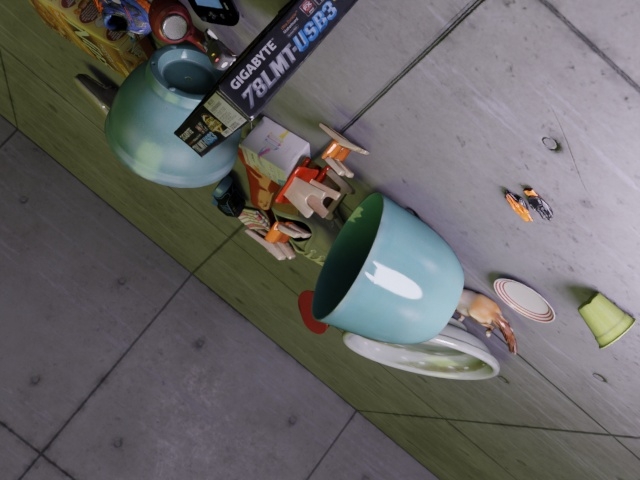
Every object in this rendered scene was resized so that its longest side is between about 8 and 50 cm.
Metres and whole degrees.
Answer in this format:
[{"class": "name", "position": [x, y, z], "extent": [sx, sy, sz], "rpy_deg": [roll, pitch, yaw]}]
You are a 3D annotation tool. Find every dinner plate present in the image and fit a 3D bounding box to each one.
[{"class": "dinner plate", "position": [0.420, 0.119, 1.743], "extent": [0.141, 0.017, 0.141], "rpy_deg": [35, 163, 12]}]

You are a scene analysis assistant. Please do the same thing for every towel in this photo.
[{"class": "towel", "position": [-0.171, -0.027, 2.544], "extent": [0.197, 0.029, 0.144], "rpy_deg": [48, 160, -28]}]

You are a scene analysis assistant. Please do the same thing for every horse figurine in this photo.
[{"class": "horse figurine", "position": [0.338, 0.155, 1.921], "extent": [0.263, 0.066, 0.174], "rpy_deg": [29, 167, 34]}]

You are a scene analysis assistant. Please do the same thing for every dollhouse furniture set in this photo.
[{"class": "dollhouse furniture set", "position": [-0.030, -0.108, 1.707], "extent": [0.135, 0.262, 0.259], "rpy_deg": [37, -170, 11]}]

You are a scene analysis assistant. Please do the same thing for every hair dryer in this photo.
[{"class": "hair dryer", "position": [-0.243, -0.382, 1.648], "extent": [0.293, 0.080, 0.223], "rpy_deg": [46, -174, 18]}]

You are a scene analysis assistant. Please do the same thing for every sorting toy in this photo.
[{"class": "sorting toy", "position": [0.093, 0.135, 2.170], "extent": [0.365, 0.126, 0.127], "rpy_deg": [-29, 83, 50]}]

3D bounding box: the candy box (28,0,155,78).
[{"class": "candy box", "position": [-0.529, -0.498, 1.960], "extent": [0.316, 0.088, 0.183], "rpy_deg": [35, 168, 15]}]

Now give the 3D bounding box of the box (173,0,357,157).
[{"class": "box", "position": [-0.080, -0.273, 1.288], "extent": [0.073, 0.296, 0.293], "rpy_deg": [43, 163, -15]}]

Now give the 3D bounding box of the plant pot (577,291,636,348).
[{"class": "plant pot", "position": [0.507, 0.138, 1.530], "extent": [0.079, 0.083, 0.083], "rpy_deg": [49, 164, 6]}]

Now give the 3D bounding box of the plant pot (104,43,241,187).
[{"class": "plant pot", "position": [-0.292, -0.283, 1.785], "extent": [0.293, 0.293, 0.196], "rpy_deg": [36, 137, 8]}]

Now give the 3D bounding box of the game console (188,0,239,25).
[{"class": "game console", "position": [-0.228, -0.500, 1.439], "extent": [0.213, 0.044, 0.361], "rpy_deg": [27, 160, 34]}]

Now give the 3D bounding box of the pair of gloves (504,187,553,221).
[{"class": "pair of gloves", "position": [0.352, -0.061, 1.437], "extent": [0.074, 0.010, 0.083], "rpy_deg": [46, 158, -20]}]

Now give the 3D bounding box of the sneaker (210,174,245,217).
[{"class": "sneaker", "position": [-0.253, -0.121, 2.400], "extent": [0.090, 0.081, 0.232], "rpy_deg": [36, 170, -1]}]

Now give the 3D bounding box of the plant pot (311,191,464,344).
[{"class": "plant pot", "position": [0.152, 0.082, 1.767], "extent": [0.235, 0.293, 0.293], "rpy_deg": [27, 165, -14]}]

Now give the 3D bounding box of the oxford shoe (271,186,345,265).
[{"class": "oxford shoe", "position": [0.000, 0.000, 2.104], "extent": [0.169, 0.130, 0.449], "rpy_deg": [20, 158, 35]}]

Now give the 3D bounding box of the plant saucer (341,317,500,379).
[{"class": "plant saucer", "position": [0.257, 0.250, 2.141], "extent": [0.400, 0.101, 0.400], "rpy_deg": [13, 162, 5]}]

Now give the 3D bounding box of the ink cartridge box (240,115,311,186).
[{"class": "ink cartridge box", "position": [-0.104, -0.196, 1.877], "extent": [0.143, 0.090, 0.092], "rpy_deg": [32, 162, 18]}]

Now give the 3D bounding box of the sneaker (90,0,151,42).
[{"class": "sneaker", "position": [-0.442, -0.496, 1.807], "extent": [0.221, 0.087, 0.083], "rpy_deg": [32, 161, 20]}]

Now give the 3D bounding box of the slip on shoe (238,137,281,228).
[{"class": "slip on shoe", "position": [-0.127, -0.126, 2.088], "extent": [0.123, 0.101, 0.331], "rpy_deg": [28, 159, 36]}]

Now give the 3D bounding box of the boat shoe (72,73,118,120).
[{"class": "boat shoe", "position": [-0.551, -0.358, 2.404], "extent": [0.335, 0.095, 0.112], "rpy_deg": [46, 165, -6]}]
